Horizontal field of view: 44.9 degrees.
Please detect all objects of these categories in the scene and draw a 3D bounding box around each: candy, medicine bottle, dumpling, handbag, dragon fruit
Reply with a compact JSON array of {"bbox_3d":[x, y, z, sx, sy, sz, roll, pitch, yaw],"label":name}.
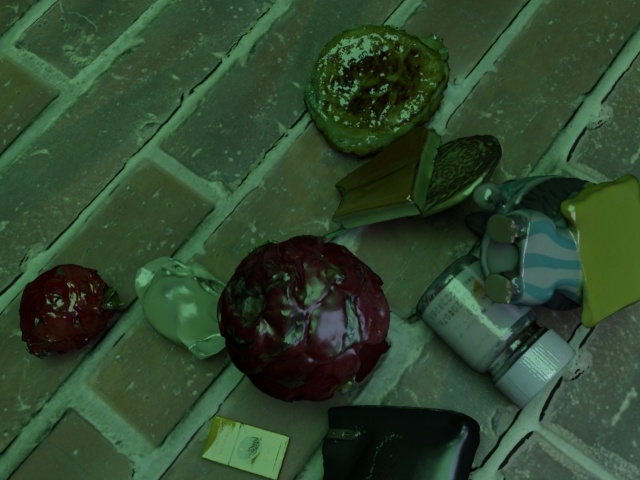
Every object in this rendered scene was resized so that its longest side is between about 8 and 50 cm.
[{"bbox_3d":[0.000,0.000,1.611,0.335,0.093,0.092,-23,67,-12],"label":"candy"},{"bbox_3d":[0.328,0.169,1.461,0.165,0.165,0.273,-43,71,-11],"label":"medicine bottle"},{"bbox_3d":[-0.269,0.126,1.552,0.250,0.132,0.162,41,81,18],"label":"dumpling"},{"bbox_3d":[0.112,0.452,1.387,0.287,0.152,0.342,12,66,22],"label":"handbag"},{"bbox_3d":[-0.511,0.135,1.550,0.209,0.172,0.172,-33,69,-13],"label":"dragon fruit"},{"bbox_3d":[-0.032,0.143,1.427,0.329,0.329,0.329,-2,68,5],"label":"dragon fruit"}]

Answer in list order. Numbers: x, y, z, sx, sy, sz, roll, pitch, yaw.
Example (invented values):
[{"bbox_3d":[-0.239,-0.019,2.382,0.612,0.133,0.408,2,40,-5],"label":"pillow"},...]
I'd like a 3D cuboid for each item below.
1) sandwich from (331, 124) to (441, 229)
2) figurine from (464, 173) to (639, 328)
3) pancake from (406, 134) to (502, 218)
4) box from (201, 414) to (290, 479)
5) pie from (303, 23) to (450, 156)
[{"bbox_3d":[0.129,-0.136,1.617,0.212,0.063,0.245,-12,38,30],"label":"sandwich"},{"bbox_3d":[0.373,0.008,1.457,0.361,0.377,0.267,-2,95,-28],"label":"figurine"},{"bbox_3d":[0.262,-0.134,1.582,0.250,0.031,0.250,-30,27,17],"label":"pancake"},{"bbox_3d":[-0.143,0.399,1.491,0.155,0.023,0.087,14,68,11],"label":"box"},{"bbox_3d":[0.129,-0.348,1.719,0.288,0.103,0.355,30,76,22],"label":"pie"}]
